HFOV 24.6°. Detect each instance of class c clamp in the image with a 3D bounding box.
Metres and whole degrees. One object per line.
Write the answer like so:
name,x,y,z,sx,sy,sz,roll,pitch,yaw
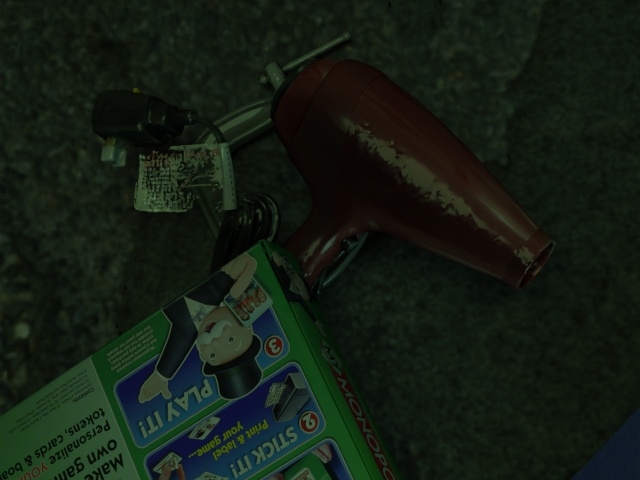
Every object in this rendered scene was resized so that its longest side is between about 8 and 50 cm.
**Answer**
c clamp,-0.017,-0.043,0.955,0.137,0.022,0.160,-23,73,6

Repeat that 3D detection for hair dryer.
hair dryer,0.000,0.000,0.907,0.294,0.080,0.223,-5,93,23

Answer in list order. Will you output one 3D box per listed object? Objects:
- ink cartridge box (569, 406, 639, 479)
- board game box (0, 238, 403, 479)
ink cartridge box,0.207,0.252,0.761,0.303,0.072,0.307,-48,64,6
board game box,-0.108,0.173,0.854,0.317,0.046,0.213,-33,66,17
